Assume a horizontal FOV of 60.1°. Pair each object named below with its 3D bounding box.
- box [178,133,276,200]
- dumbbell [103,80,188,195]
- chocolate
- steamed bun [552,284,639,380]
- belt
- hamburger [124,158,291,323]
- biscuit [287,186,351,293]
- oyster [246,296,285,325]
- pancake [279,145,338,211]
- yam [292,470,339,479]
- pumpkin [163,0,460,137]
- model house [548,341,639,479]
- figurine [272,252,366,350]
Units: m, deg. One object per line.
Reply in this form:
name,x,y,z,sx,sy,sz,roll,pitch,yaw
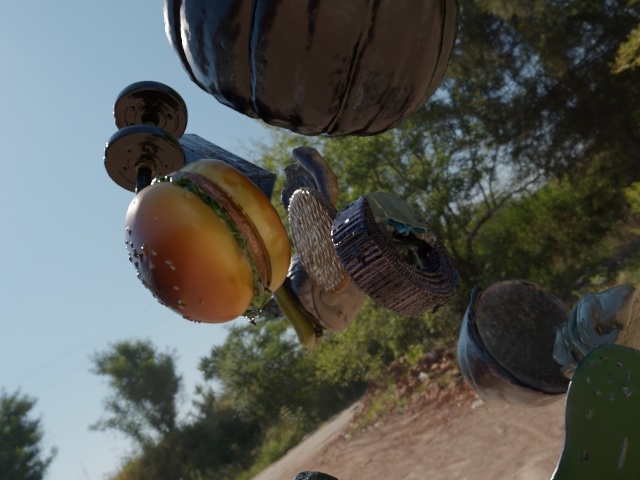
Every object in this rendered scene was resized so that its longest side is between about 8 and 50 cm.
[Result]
box,-0.248,-0.064,1.181,0.116,0.278,0.262,-12,-57,-50
dumbbell,-0.323,-0.194,1.040,0.143,0.326,0.143,-6,-43,-5
chocolate,0.447,0.264,1.301,0.303,0.303,0.213,-28,-27,-35
steamed bun,0.532,0.197,1.078,0.144,0.218,0.211,9,50,43
belt,0.157,0.024,1.153,0.324,0.260,0.122,17,-44,-44
hamburger,-0.168,0.017,0.776,0.170,0.246,0.246,-37,-10,-35
biscuit,0.000,0.000,1.256,0.035,0.254,0.254,-19,-19,-26
oyster,-0.148,0.215,1.887,0.222,0.083,0.214,-11,12,12
pancake,-0.030,-0.177,1.674,0.056,0.257,0.213,9,-83,-53
yam,-0.048,0.837,1.621,0.300,0.195,0.195,-65,-14,0
pumpkin,-0.011,-0.287,0.686,0.363,0.363,0.266,-25,-38,-43
model house,0.475,0.315,0.834,0.154,0.206,0.294,19,-95,-59
figurine,0.053,0.110,1.566,0.377,0.266,0.361,-31,0,-5
